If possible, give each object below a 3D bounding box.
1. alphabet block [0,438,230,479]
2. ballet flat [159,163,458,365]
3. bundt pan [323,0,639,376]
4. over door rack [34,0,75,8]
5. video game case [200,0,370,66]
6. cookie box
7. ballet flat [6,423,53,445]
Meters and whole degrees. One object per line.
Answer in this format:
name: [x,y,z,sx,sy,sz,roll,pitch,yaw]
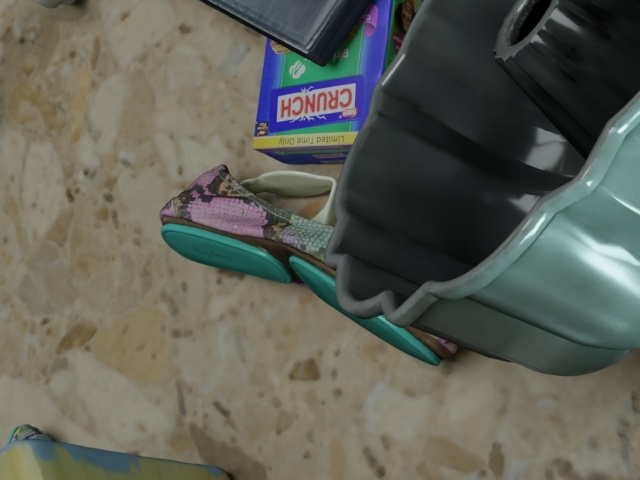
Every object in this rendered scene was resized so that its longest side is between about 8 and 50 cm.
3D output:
alphabet block: [-0.138,0.248,0.922,0.193,0.192,0.197,-39,60,22]
ballet flat: [0.000,0.000,0.972,0.221,0.077,0.079,22,71,37]
bundt pan: [0.145,-0.076,0.789,0.331,0.124,0.331,-49,20,25]
over door rack: [-0.352,-0.198,1.221,0.324,0.108,0.239,44,105,13]
video game case: [-0.035,-0.241,1.052,0.274,0.026,0.196,33,88,42]
cookie box: [0.011,-0.103,1.004,0.092,0.040,0.107,-1,77,35]
ballet flat: [-0.198,0.178,1.076,0.041,0.041,0.114,18,89,36]
